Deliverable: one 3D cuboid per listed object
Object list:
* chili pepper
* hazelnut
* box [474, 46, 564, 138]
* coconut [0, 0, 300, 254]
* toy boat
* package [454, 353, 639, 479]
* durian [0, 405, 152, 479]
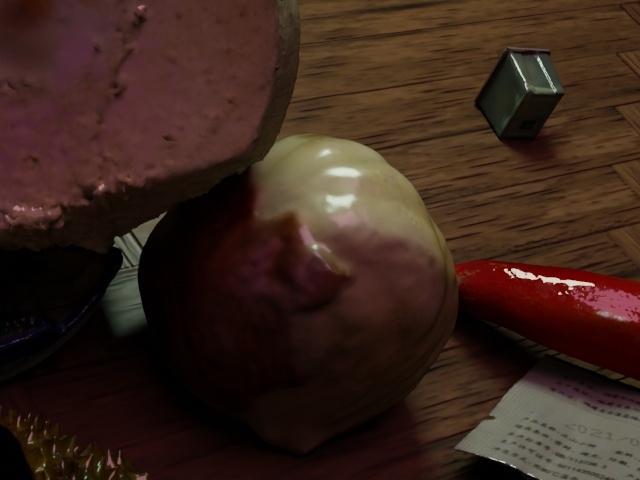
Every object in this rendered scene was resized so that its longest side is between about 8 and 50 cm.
[{"bbox_3d":[0.273,0.074,1.406,0.368,0.092,0.137,21,-1,-6],"label":"chili pepper"},{"bbox_3d":[-0.012,0.046,1.243,0.261,0.261,0.241,4,75,-23],"label":"hazelnut"},{"bbox_3d":[0.212,-0.154,1.661,0.060,0.085,0.063,1,50,-27],"label":"box"},{"bbox_3d":[-0.226,-0.194,1.171,0.404,0.404,0.404,14,40,-12],"label":"coconut"},{"bbox_3d":[-0.270,0.043,1.167,0.262,0.115,0.114,-9,49,-34],"label":"toy boat"},{"bbox_3d":[0.262,0.185,1.304,0.251,0.062,0.204,30,29,18],"label":"package"},{"bbox_3d":[-0.154,0.176,1.073,0.108,0.119,0.187,-13,50,-31],"label":"durian"}]
